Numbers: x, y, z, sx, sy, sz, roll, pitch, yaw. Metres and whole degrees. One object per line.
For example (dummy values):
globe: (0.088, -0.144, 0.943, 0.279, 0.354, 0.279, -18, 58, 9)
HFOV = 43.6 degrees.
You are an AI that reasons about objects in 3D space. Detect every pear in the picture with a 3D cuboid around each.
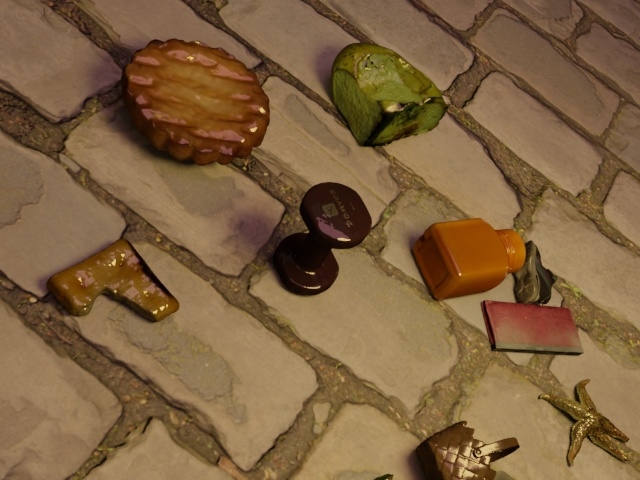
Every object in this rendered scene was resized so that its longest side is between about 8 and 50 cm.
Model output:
pear: (0.160, -0.372, 1.923, 0.238, 0.164, 0.255, -17, 65, -31)

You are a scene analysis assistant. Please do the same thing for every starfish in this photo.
starfish: (0.555, 0.382, 1.670, 0.223, 0.050, 0.217, 29, 57, 2)

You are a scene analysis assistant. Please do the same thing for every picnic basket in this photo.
picnic basket: (0.278, 0.397, 1.461, 0.178, 0.128, 0.138, -16, 68, -15)

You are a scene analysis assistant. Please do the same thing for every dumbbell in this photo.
dumbbell: (0.000, 0.000, 1.540, 0.124, 0.225, 0.140, -15, 64, -30)

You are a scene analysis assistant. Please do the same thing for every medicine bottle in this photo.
medicine bottle: (0.332, 0.035, 1.751, 0.222, 0.112, 0.149, -7, 61, -29)

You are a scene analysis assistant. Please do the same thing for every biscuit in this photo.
biscuit: (-0.265, -0.286, 1.693, 0.325, 0.107, 0.326, 15, 53, -21)
biscuit: (-0.369, 0.092, 1.422, 0.183, 0.039, 0.174, -29, 75, -37)

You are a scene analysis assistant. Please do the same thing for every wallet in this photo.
wallet: (0.467, 0.192, 1.764, 0.232, 0.025, 0.119, 7, 56, -22)

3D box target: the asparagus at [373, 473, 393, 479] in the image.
asparagus: (0.088, 0.440, 1.411, 0.108, 0.021, 0.025, -19, 72, -35)

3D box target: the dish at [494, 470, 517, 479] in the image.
dish: (0.384, 0.485, 1.511, 0.137, 0.039, 0.091, 39, 50, 2)

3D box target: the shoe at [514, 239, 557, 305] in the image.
shoe: (0.498, 0.082, 1.832, 0.099, 0.071, 0.169, 23, 49, -20)
